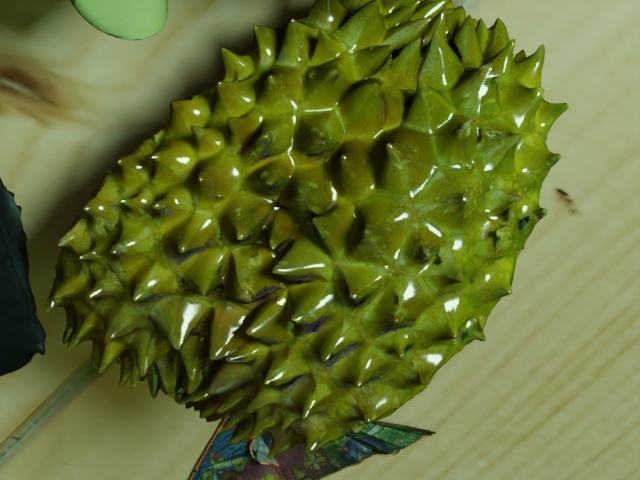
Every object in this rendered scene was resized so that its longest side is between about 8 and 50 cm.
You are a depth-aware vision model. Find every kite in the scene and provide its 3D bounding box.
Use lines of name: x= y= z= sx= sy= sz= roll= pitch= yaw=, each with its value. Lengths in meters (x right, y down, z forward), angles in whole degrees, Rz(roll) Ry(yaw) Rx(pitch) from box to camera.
kite: x=-0.023 y=0.142 z=1.030 sx=0.190 sy=0.010 sz=0.159 roll=-24 pitch=137 yaw=5

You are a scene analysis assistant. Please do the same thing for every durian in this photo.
durian: x=-0.003 y=0.004 z=0.786 sx=0.154 sy=0.186 sz=0.260 roll=0 pitch=124 yaw=-57

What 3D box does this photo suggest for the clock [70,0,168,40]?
clock: x=0.037 y=-0.203 z=0.650 sx=0.308 sy=0.096 sz=0.235 roll=-10 pitch=135 yaw=-12

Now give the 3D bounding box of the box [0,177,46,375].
box: x=-0.305 y=-0.005 z=0.689 sx=0.350 sy=0.091 sz=0.359 roll=-14 pitch=148 yaw=-5
